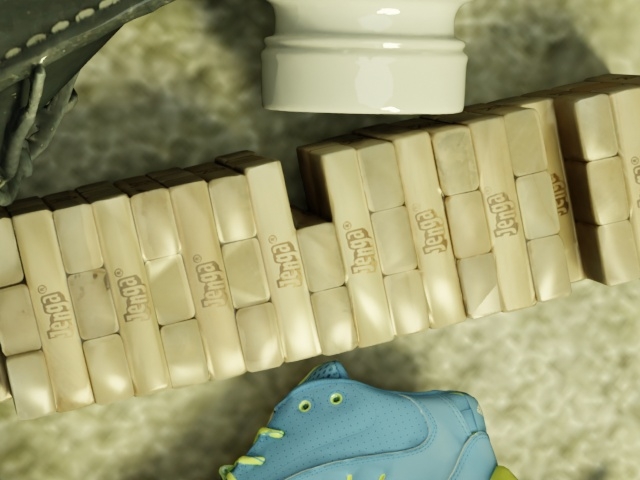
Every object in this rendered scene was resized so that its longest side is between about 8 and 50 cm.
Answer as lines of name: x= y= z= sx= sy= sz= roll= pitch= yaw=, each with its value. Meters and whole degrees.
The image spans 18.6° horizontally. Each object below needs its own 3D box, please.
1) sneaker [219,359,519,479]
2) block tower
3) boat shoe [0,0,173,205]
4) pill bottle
sneaker: x=-0.021 y=0.131 z=0.913 sx=0.240 sy=0.091 sz=0.126 roll=-11 pitch=62 yaw=3
block tower: x=0.000 y=0.000 z=0.888 sx=0.335 sy=0.097 sz=0.091 roll=-13 pitch=97 yaw=-10
boat shoe: x=-0.166 y=-0.075 z=0.773 sx=0.500 sy=0.187 sz=0.156 roll=-19 pitch=108 yaw=8
pill bottle: x=0.021 y=-0.168 z=0.860 sx=0.124 sy=0.124 sz=0.221 roll=-1 pitch=96 yaw=-12
